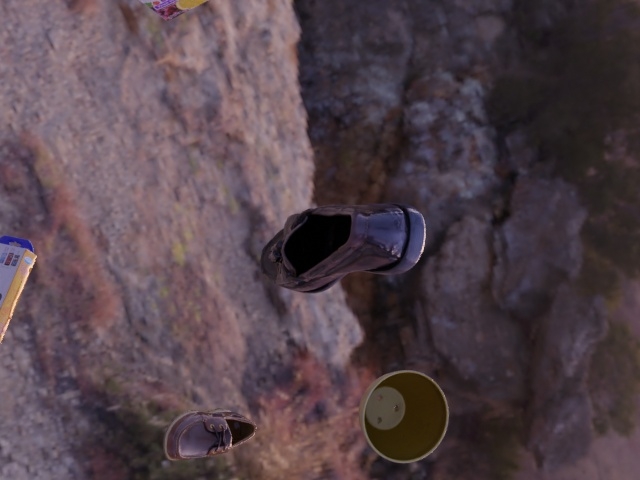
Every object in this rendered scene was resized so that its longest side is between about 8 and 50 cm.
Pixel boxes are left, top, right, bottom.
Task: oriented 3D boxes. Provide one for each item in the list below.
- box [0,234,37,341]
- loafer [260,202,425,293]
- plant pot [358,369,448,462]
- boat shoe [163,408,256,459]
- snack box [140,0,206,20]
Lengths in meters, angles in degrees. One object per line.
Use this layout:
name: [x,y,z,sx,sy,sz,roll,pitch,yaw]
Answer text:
box: [-0.407,0.055,1.376,0.028,0.081,0.136,44,60,-59]
loafer: [0.000,0.000,1.330,0.095,0.302,0.109,10,78,-32]
plant pot: [0.110,0.256,1.657,0.134,0.134,0.095,70,-17,-5]
boat shoe: [-0.153,0.269,1.553,0.178,0.060,0.064,-1,92,-62]
snack box: [-0.138,-0.262,1.030,0.141,0.100,0.037,27,41,-66]
